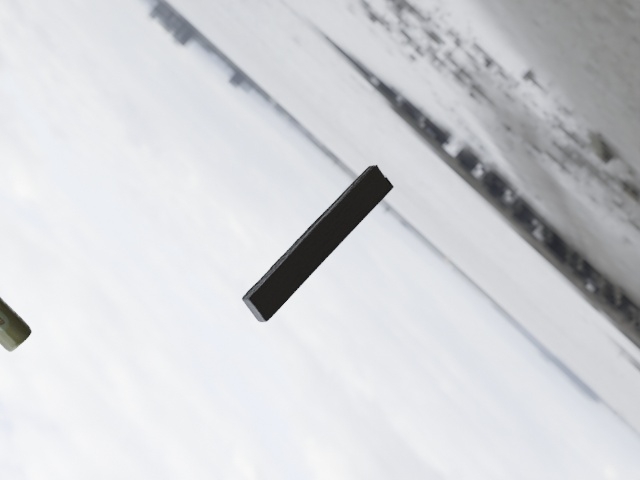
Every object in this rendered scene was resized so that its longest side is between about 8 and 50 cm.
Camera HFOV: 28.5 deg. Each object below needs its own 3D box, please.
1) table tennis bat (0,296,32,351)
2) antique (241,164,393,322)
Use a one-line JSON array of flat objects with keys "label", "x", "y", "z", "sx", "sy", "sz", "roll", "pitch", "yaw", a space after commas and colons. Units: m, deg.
[{"label": "table tennis bat", "x": -0.335, "y": 0.002, "z": 1.076, "sx": 0.234, "sy": 0.131, "sz": 0.022, "roll": 48, "pitch": 170, "yaw": -10}, {"label": "antique", "x": 0.000, "y": 0.000, "z": 1.138, "sx": 0.015, "sy": 0.192, "sz": 0.031, "roll": -7, "pitch": 124, "yaw": 54}]
